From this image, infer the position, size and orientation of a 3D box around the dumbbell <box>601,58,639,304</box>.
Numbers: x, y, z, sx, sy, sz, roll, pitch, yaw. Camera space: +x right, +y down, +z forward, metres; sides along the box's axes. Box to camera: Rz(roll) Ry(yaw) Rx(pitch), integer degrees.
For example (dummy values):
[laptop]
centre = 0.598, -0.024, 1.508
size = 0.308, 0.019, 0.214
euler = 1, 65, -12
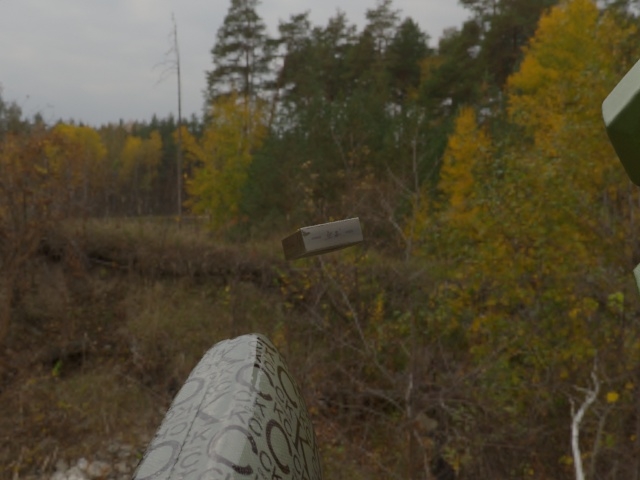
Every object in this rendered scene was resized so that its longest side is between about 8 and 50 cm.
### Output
[dumbbell]
centre = 0.263, -0.032, 0.466
size = 0.108, 0.121, 0.302
euler = -23, 27, 30

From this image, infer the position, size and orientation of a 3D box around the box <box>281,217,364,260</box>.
[box]
centre = 0.000, 0.000, 0.611
size = 0.053, 0.024, 0.083
euler = -11, -1, -14

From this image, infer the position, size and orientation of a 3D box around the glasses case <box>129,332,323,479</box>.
[glasses case]
centre = -0.050, 0.168, 0.399
size = 0.085, 0.137, 0.355
euler = -20, 13, 8
